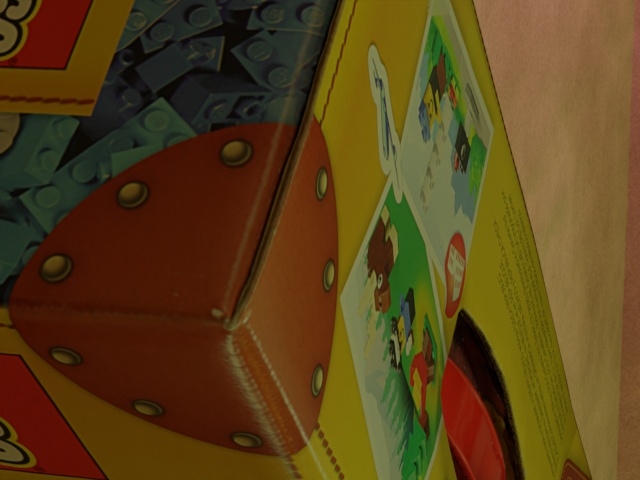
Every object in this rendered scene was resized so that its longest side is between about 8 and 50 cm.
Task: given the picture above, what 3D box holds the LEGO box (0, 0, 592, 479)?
[{"bbox_3d":[-0.110,0.069,0.691,0.500,0.373,0.193,67,33,-53],"label":"LEGO box"}]
